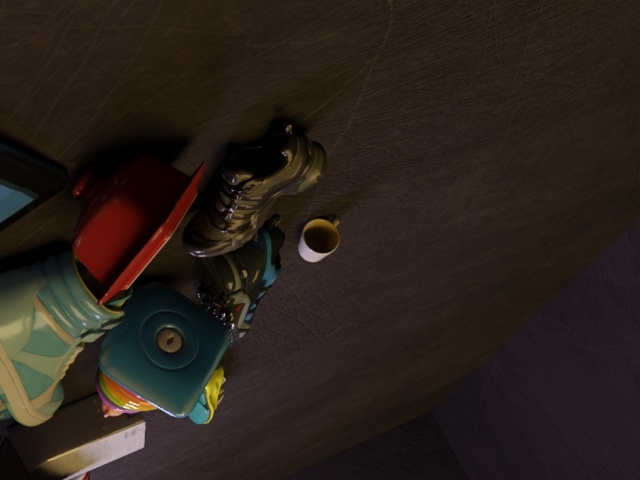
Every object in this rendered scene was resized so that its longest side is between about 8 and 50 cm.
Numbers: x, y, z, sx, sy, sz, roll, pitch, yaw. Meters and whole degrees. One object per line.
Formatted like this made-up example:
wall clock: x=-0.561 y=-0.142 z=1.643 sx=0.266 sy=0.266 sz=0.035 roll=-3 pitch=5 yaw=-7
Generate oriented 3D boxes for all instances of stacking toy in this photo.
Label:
stacking toy: x=-0.286 y=0.208 z=1.306 sx=0.302 sy=0.165 sz=0.175 roll=-44 pitch=-165 yaw=49

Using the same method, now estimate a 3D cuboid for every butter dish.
butter dish: x=-0.226 y=-0.035 z=0.949 sx=0.160 sy=0.118 sz=0.160 roll=-46 pitch=-166 yaw=32

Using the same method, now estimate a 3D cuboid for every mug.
mug: x=-0.001 y=0.004 z=1.371 sx=0.078 sy=0.062 sz=0.064 roll=-12 pitch=161 yaw=-22

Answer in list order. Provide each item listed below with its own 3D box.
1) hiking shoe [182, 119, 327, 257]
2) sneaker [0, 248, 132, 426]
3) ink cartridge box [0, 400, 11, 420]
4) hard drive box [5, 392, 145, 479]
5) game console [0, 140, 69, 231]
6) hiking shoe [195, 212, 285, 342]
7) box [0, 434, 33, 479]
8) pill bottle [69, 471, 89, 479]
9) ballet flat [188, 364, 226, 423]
hiking shoe: x=-0.106 y=-0.070 z=1.074 sx=0.227 sy=0.086 sz=0.114 roll=-39 pitch=143 yaw=10
sneaker: x=-0.340 y=0.132 z=1.121 sx=0.208 sy=0.127 sz=0.319 roll=-23 pitch=152 yaw=-14
ink cartridge box: x=-0.542 y=0.239 z=1.219 sx=0.180 sy=0.060 sz=0.104 roll=-12 pitch=152 yaw=-36
hard drive box: x=-0.458 y=0.377 z=1.589 sx=0.232 sy=0.089 sz=0.181 roll=-20 pitch=157 yaw=-23
game console: x=-0.400 y=0.032 z=0.808 sx=0.293 sy=0.250 sz=0.173 roll=-33 pitch=131 yaw=9
hiking shoe: x=-0.114 y=0.069 z=1.307 sx=0.132 sy=0.113 sz=0.304 roll=-34 pitch=168 yaw=-19
box: x=-0.586 y=0.493 z=1.166 sx=0.395 sy=0.212 sz=0.293 roll=-28 pitch=-170 yaw=-10
pill bottle: x=-0.529 y=0.490 z=1.756 sx=0.086 sy=0.086 sz=0.152 roll=-20 pitch=157 yaw=-22
ballet flat: x=-0.237 y=0.322 z=1.771 sx=0.077 sy=0.077 sz=0.231 roll=-37 pitch=162 yaw=-28
